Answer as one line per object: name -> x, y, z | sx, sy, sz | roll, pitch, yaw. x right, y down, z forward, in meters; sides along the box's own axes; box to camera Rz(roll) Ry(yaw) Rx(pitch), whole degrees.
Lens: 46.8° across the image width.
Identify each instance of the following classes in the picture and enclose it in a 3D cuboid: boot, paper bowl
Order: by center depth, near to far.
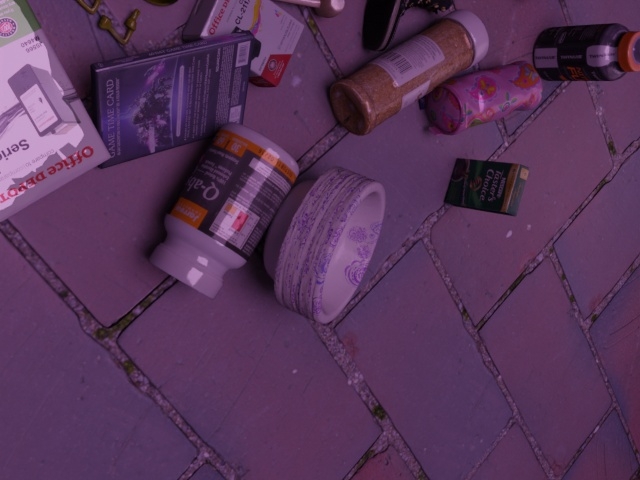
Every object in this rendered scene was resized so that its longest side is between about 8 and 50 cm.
paper bowl -> 0.000, 0.000, 1.380 | 0.284, 0.148, 0.284 | -52, 155, -37
boot -> 0.189, -0.480, 1.497 | 0.178, 0.085, 0.236 | 11, 95, -40

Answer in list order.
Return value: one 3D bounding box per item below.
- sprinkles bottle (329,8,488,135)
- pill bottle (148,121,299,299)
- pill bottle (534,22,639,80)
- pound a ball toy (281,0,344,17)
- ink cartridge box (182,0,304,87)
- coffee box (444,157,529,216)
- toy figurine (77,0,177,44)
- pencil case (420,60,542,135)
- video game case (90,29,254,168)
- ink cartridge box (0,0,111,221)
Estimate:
sprinkles bottle -> 0.183, -0.344, 1.498 | 0.355, 0.121, 0.121 | -35, 118, -24
pill bottle -> -0.169, -0.050, 1.279 | 0.162, 0.162, 0.278 | 36, 80, -35
pill bottle -> 0.634, -0.438, 1.725 | 0.130, 0.245, 0.130 | -8, 105, -34
pound a ball toy -> -0.070, -0.514, 1.268 | 0.319, 0.135, 0.208 | 0, 100, -35
ink cartridge box -> -0.134, -0.365, 1.293 | 0.175, 0.072, 0.127 | 26, 85, -37
coffee box -> 0.366, -0.121, 1.638 | 0.040, 0.184, 0.113 | 17, 90, -38
toy figurine -> -0.316, -0.460, 1.051 | 0.362, 0.217, 0.191 | 46, 73, -33
pencil case -> 0.361, -0.316, 1.638 | 0.284, 0.124, 0.124 | -22, 112, -30
video game case -> -0.239, -0.231, 1.211 | 0.274, 0.026, 0.196 | -21, 146, -30
ink cartridge box -> -0.462, -0.193, 1.065 | 0.198, 0.114, 0.273 | -37, 119, -24
